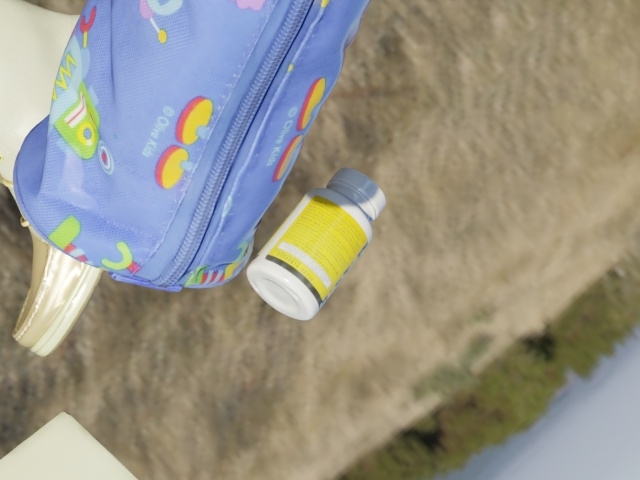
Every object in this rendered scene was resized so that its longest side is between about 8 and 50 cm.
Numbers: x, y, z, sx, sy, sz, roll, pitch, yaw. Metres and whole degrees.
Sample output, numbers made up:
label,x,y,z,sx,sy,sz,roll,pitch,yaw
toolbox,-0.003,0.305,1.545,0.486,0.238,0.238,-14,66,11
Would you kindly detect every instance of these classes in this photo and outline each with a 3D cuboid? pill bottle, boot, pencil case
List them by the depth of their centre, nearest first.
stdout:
label,x,y,z,sx,sy,sz,roll,pitch,yaw
pencil case,-0.033,-0.103,0.625,0.119,0.133,0.306,12,135,-21
boot,-0.197,-0.049,0.922,0.077,0.165,0.213,17,-91,71
pill bottle,0.000,0.000,1.180,0.116,0.065,0.065,-52,174,-22

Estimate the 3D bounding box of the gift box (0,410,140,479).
label,x,y,z,sx,sy,sz,roll,pitch,yaw
gift box,-0.233,0.307,1.078,0.258,0.276,0.255,-40,160,-41
